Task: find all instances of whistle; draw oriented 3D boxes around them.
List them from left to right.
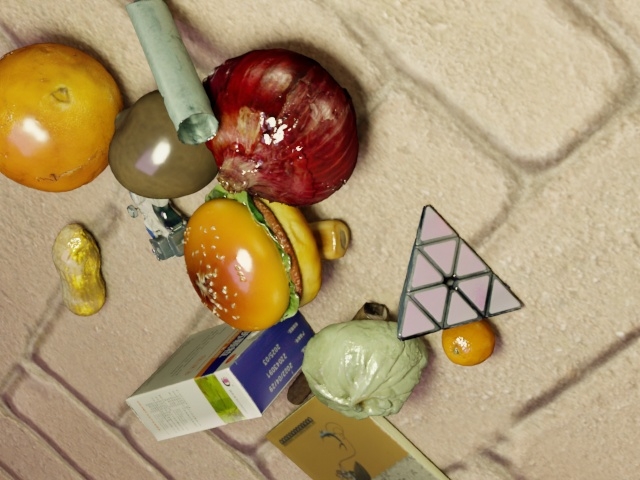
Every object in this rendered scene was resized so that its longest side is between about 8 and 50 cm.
[{"bbox_3d":[-0.218,-0.261,1.632,0.062,0.062,0.312,109,145,-45],"label":"whistle"}]

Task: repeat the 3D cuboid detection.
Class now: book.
[{"bbox_3d":[0.102,0.432,2.090,0.389,0.032,0.269,42,136,-2],"label":"book"}]

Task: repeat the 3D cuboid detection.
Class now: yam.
[{"bbox_3d":[0.022,0.196,1.951,0.045,0.045,0.327,63,143,21],"label":"yam"}]

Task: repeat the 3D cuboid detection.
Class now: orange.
[{"bbox_3d":[-0.430,-0.194,1.819,0.240,0.240,0.240,19,132,22],"label":"orange"},{"bbox_3d":[0.225,0.152,1.747,0.084,0.083,0.083,19,132,22],"label":"orange"}]

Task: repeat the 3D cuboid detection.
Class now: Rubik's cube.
[{"bbox_3d":[0.143,0.067,1.670,0.211,0.178,0.190,-6,116,37],"label":"Rubik's cube"}]

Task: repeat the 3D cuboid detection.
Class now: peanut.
[{"bbox_3d":[-0.451,0.057,2.139,0.087,0.087,0.206,18,133,23],"label":"peanut"}]

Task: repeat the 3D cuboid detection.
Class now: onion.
[{"bbox_3d":[-0.068,-0.147,1.613,0.252,0.219,0.252,26,143,22],"label":"onion"}]

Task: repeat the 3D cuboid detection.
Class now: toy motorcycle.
[{"bbox_3d":[-0.270,-0.066,1.913,0.150,0.102,0.221,8,128,57],"label":"toy motorcycle"}]

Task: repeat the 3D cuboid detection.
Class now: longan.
[{"bbox_3d":[-0.235,-0.146,1.765,0.189,0.189,0.189,19,132,22],"label":"longan"}]

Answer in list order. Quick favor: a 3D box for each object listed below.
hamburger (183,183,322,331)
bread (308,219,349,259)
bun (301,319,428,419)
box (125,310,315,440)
[{"bbox_3d":[-0.122,0.028,1.789,0.246,0.170,0.246,37,144,33],"label":"hamburger"},{"bbox_3d":[-0.001,0.001,1.802,0.103,0.049,0.062,-7,88,40],"label":"bread"},{"bbox_3d":[0.074,0.219,1.836,0.204,0.126,0.212,-6,146,12],"label":"bun"},{"bbox_3d":[-0.172,0.231,1.998,0.299,0.200,0.106,-23,107,44],"label":"box"}]
